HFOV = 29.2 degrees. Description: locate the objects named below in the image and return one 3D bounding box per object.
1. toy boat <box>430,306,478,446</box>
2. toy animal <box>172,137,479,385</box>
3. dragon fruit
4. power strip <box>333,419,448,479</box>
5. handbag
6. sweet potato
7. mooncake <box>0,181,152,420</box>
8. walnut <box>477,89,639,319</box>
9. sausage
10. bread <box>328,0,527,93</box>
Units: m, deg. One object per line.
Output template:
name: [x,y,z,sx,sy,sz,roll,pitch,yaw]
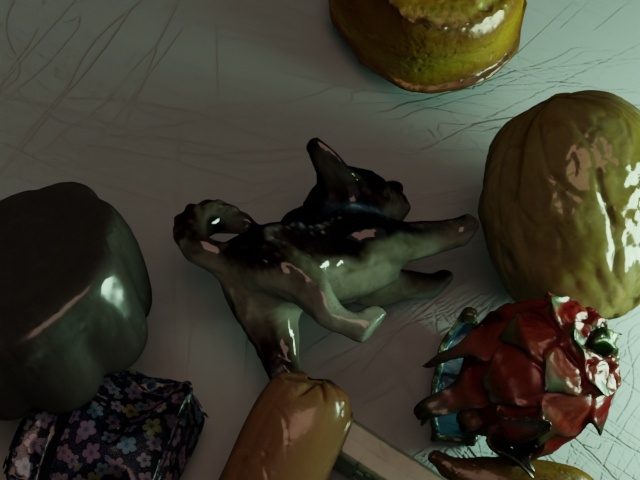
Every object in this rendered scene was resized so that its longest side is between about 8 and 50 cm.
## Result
toy boat: [0.186,0.182,1.626,0.075,0.077,0.185,12,64,-1]
toy animal: [0.000,0.000,1.615,0.302,0.194,0.344,40,49,12]
dragon fruit: [0.251,0.174,1.517,0.274,0.193,0.192,-30,92,21]
power strip: [0.078,0.291,1.552,0.288,0.093,0.053,33,69,8]
handbag: [-0.268,0.255,1.503,0.207,0.127,0.229,12,56,14]
sweet potato: [0.302,0.336,1.552,0.359,0.112,0.112,22,64,0]
mooncake: [-0.347,0.076,1.510,0.306,0.154,0.306,-14,37,11]
walnut: [0.346,-0.040,1.644,0.252,0.277,0.313,-11,103,16]
sausage: [-0.065,0.302,1.468,0.121,0.121,0.304,25,86,5]
bread: [0.170,-0.371,1.835,0.312,0.172,0.312,2,64,-4]
